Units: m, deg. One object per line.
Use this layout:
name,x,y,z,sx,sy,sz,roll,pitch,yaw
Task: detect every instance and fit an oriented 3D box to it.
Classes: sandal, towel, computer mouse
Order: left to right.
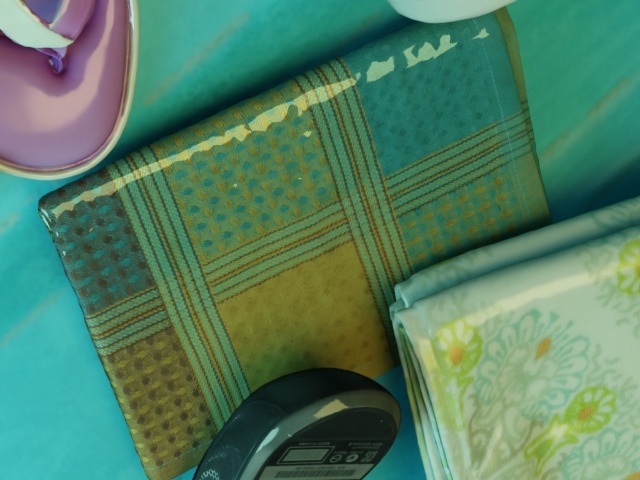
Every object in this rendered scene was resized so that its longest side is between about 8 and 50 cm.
sandal,-0.196,-0.215,1.011,0.169,0.102,0.416,-16,119,-18
computer mouse,-0.047,0.174,1.244,0.188,0.072,0.272,9,133,-38
towel,0.000,0.000,1.236,0.370,0.040,0.271,-25,123,-14
towel,0.249,0.127,1.315,0.375,0.090,0.320,-18,117,-11

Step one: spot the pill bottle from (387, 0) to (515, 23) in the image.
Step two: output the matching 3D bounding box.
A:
pill bottle,0.049,-0.301,1.058,0.169,0.169,0.301,-39,123,-6
